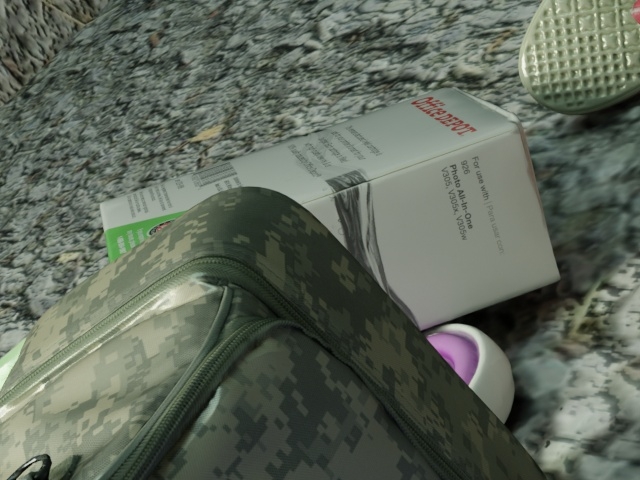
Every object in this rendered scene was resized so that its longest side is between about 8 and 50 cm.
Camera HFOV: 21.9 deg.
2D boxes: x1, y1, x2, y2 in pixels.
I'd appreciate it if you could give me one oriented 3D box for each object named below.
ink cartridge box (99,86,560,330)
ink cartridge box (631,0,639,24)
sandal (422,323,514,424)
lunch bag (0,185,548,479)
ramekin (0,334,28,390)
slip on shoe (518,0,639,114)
[{"bbox_3d":[0.000,0.000,1.181,0.289,0.121,0.211,-19,15,-4],"label":"ink cartridge box"},{"bbox_3d":[0.372,-0.159,0.889,0.279,0.160,0.385,-39,9,-1],"label":"ink cartridge box"},{"bbox_3d":[-0.050,0.193,1.057,0.416,0.102,0.169,-46,23,-16],"label":"sandal"},{"bbox_3d":[-0.024,0.164,0.817,0.213,0.305,0.256,-33,19,24],"label":"lunch bag"},{"bbox_3d":[-0.224,0.196,1.198,0.303,0.148,0.303,-42,9,9],"label":"ramekin"},{"bbox_3d":[0.293,-0.223,1.331,0.331,0.123,0.101,-46,-10,-3],"label":"slip on shoe"}]
